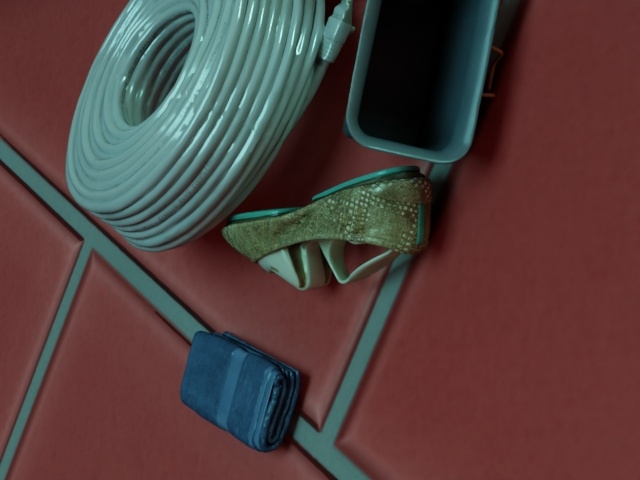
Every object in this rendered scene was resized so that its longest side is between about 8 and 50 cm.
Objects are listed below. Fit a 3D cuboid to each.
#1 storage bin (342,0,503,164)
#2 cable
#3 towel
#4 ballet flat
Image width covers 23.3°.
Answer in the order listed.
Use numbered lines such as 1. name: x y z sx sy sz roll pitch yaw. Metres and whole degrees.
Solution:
1. storage bin: 0.064 -0.118 1.030 0.091 0.098 0.135 179 102 -80
2. cable: -0.099 -0.117 1.186 0.257 0.089 0.257 17 81 60
3. towel: -0.060 0.111 1.157 0.119 0.029 0.067 22 97 51
4. ballet flat: 0.000 0.000 1.086 0.206 0.073 0.067 -16 82 52
